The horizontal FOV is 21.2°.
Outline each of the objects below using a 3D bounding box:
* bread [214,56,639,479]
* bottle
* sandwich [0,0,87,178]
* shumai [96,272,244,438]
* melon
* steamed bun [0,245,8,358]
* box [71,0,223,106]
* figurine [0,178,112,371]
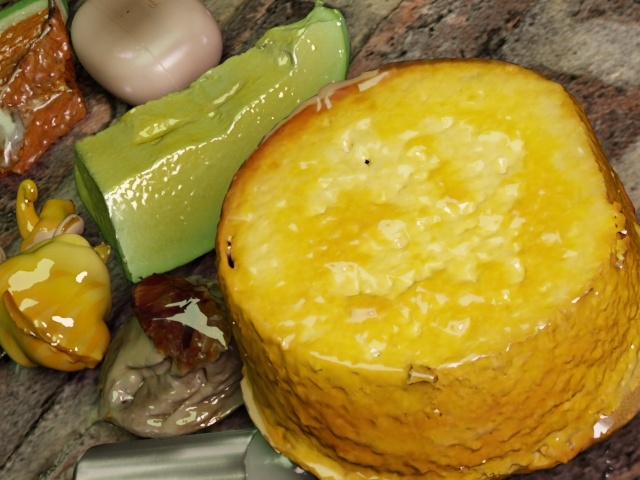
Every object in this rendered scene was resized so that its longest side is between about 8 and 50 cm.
[{"bbox_3d":[0.092,0.024,1.420,0.398,0.215,0.398,-8,50,10],"label":"bread"},{"bbox_3d":[-0.095,0.205,1.505,0.254,0.079,0.096,-9,17,27],"label":"bottle"},{"bbox_3d":[-0.372,-0.168,1.966,0.212,0.109,0.292,25,72,35],"label":"sandwich"},{"bbox_3d":[-0.134,0.087,1.579,0.201,0.120,0.201,-17,37,14],"label":"shumai"},{"bbox_3d":[-0.096,-0.106,1.732,0.323,0.124,0.196,-33,46,-4],"label":"melon"},{"bbox_3d":[-0.416,0.065,1.791,0.192,0.106,0.177,-24,44,14],"label":"steamed bun"},{"bbox_3d":[-0.195,-0.225,1.913,0.146,0.088,0.200,-39,43,-9],"label":"box"},{"bbox_3d":[-0.272,0.039,1.723,0.156,0.131,0.246,-52,28,16],"label":"figurine"}]
